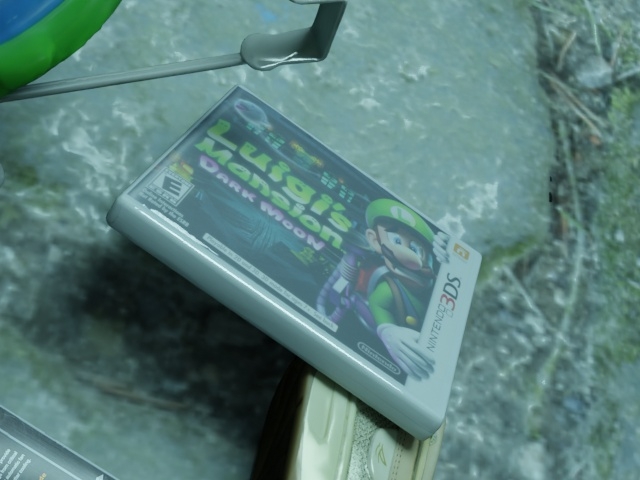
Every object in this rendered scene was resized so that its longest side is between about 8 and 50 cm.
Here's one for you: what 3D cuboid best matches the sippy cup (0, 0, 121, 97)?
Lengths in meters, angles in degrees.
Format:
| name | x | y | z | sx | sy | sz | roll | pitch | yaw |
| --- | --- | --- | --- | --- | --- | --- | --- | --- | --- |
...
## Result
| name | x | y | z | sx | sy | sz | roll | pitch | yaw |
| --- | --- | --- | --- | --- | --- | --- | --- | --- | --- |
| sippy cup | -0.191 | -0.194 | 0.347 | 0.305 | 0.224 | 0.240 | -38 | 76 | -12 |

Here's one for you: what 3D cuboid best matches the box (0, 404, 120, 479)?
| name | x | y | z | sx | sy | sz | roll | pitch | yaw |
| --- | --- | --- | --- | --- | --- | --- | --- | --- | --- |
| box | -0.168 | 0.192 | 0.401 | 0.183 | 0.056 | 0.231 | 33 | 60 | -4 |

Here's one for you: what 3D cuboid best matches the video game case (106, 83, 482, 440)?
| name | x | y | z | sx | sy | sz | roll | pitch | yaw |
| --- | --- | --- | --- | --- | --- | --- | --- | --- | --- |
| video game case | 0.000 | 0.000 | 0.525 | 0.190 | 0.022 | 0.173 | 35 | 31 | -3 |

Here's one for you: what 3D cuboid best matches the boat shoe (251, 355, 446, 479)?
| name | x | y | z | sx | sy | sz | roll | pitch | yaw |
| --- | --- | --- | --- | --- | --- | --- | --- | --- | --- |
| boat shoe | 0.004 | 0.197 | 0.438 | 0.098 | 0.109 | 0.302 | 20 | 56 | -12 |

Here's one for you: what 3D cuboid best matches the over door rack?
| name | x | y | z | sx | sy | sz | roll | pitch | yaw |
| --- | --- | --- | --- | --- | --- | --- | --- | --- | --- |
| over door rack | -0.169 | -0.159 | 0.509 | 0.324 | 0.108 | 0.239 | -16 | 73 | -4 |
